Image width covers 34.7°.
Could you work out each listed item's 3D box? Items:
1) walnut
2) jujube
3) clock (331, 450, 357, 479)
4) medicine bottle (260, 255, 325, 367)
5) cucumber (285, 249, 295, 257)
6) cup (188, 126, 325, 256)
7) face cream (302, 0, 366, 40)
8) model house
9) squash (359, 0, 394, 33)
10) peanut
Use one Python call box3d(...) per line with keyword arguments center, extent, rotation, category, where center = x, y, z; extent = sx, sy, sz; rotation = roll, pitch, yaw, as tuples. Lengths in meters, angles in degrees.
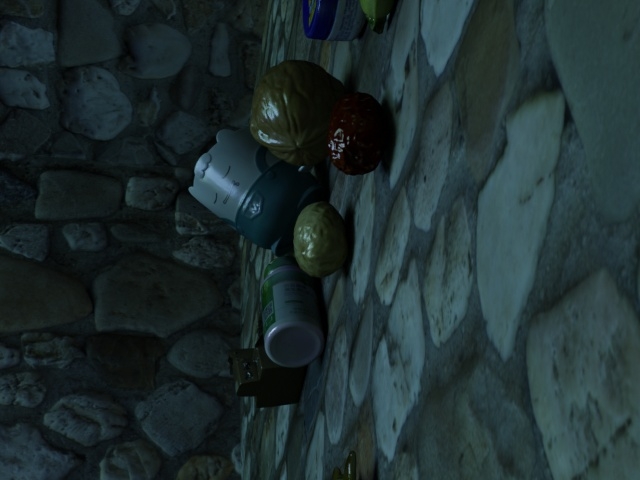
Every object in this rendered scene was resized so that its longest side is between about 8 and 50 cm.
box3d(center=(-0.045, -0.264, 2.143), extent=(0.228, 0.228, 0.228), rotation=(-176, 90, -81), category="walnut")
box3d(center=(0.065, -0.186, 1.760), extent=(0.112, 0.109, 0.176), rotation=(-38, 25, 26), category="jujube")
box3d(center=(0.020, 0.522, 1.642), extent=(0.286, 0.117, 0.348), rotation=(115, 158, -63), category="clock")
box3d(center=(-0.067, 0.151, 2.298), extent=(0.274, 0.133, 0.133), rotation=(-102, 18, -56), category="medicine bottle")
box3d(center=(-0.066, 0.112, 2.493), extent=(0.074, 0.074, 0.241), rotation=(-98, 11, -51), category="cucumber")
box3d(center=(-0.124, -0.141, 2.359), extent=(0.289, 0.257, 0.219), rotation=(-59, -21, 19), category="cup")
box3d(center=(0.034, -0.502, 2.049), extent=(0.206, 0.111, 0.206), rotation=(-177, 90, -80), category="face cream")
box3d(center=(-0.143, 0.263, 2.522), extent=(0.181, 0.176, 0.248), rotation=(100, 162, -44), category="model house")
box3d(center=(0.102, -0.455, 1.752), extent=(0.094, 0.094, 0.224), rotation=(-99, 8, -54), category="squash")
box3d(center=(0.000, 0.000, 2.026), extent=(0.159, 0.109, 0.140), rotation=(-96, -1, -64), category="peanut")
